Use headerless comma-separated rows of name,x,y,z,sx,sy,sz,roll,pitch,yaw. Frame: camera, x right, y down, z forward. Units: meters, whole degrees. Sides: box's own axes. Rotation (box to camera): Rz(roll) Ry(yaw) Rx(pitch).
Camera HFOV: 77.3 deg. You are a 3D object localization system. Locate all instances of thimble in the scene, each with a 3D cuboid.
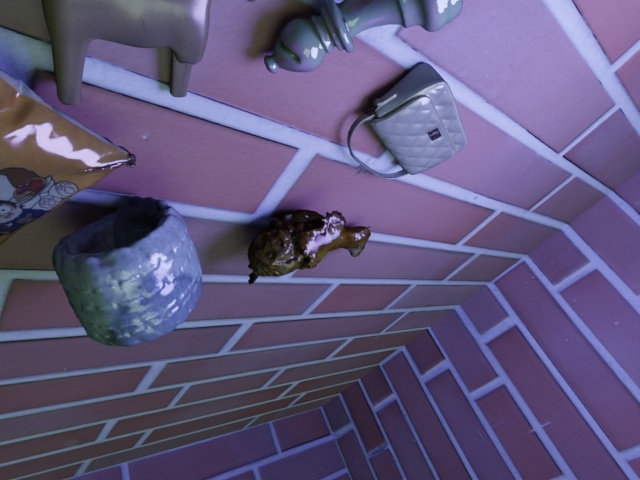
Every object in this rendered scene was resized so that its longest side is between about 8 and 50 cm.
thimble,-0.308,0.040,0.654,0.205,0.250,0.172,-20,118,-14

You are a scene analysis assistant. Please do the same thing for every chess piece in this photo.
chess piece,0.041,-0.304,0.547,0.272,0.139,0.139,-24,151,15

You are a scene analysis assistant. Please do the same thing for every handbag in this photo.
handbag,0.175,-0.211,0.821,0.219,0.079,0.256,-33,148,17

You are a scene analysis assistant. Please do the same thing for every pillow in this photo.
pillow,-0.445,-0.100,0.461,0.310,0.119,0.312,-26,149,11

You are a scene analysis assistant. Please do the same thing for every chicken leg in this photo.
chicken leg,-0.002,-0.010,0.938,0.361,0.140,0.211,-16,170,-36

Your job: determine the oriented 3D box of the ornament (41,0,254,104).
ornament,-0.188,-0.266,0.468,0.230,0.061,0.245,-6,148,-32
